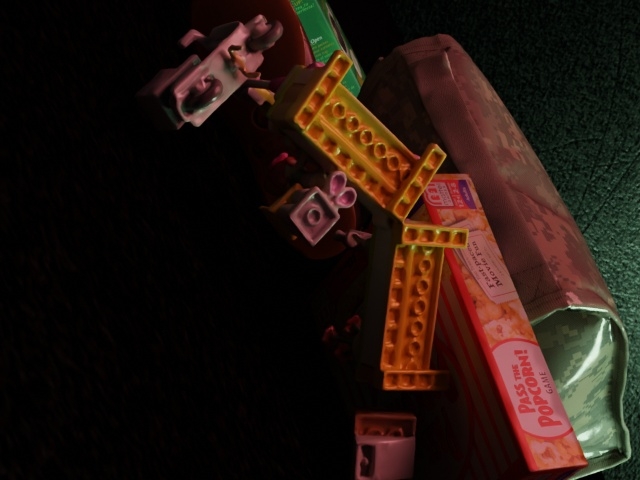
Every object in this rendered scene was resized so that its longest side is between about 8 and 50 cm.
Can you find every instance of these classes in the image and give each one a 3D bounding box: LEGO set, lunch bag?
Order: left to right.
[{"bbox_3d":[0.000,0.000,0.897,0.107,0.132,0.287,15,-45,56],"label":"LEGO set"},{"bbox_3d":[0.104,0.026,1.104,0.287,0.169,0.235,74,-4,-57],"label":"lunch bag"}]

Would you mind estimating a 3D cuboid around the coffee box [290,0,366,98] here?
[{"bbox_3d":[0.002,-0.192,1.551,0.113,0.040,0.184,-99,163,-60],"label":"coffee box"}]

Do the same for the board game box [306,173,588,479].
[{"bbox_3d":[0.069,0.080,0.950,0.045,0.147,0.193,-2,58,-32],"label":"board game box"}]

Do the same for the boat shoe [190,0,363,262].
[{"bbox_3d":[-0.028,-0.083,1.034,0.073,0.073,0.207,-17,90,-82],"label":"boat shoe"}]
